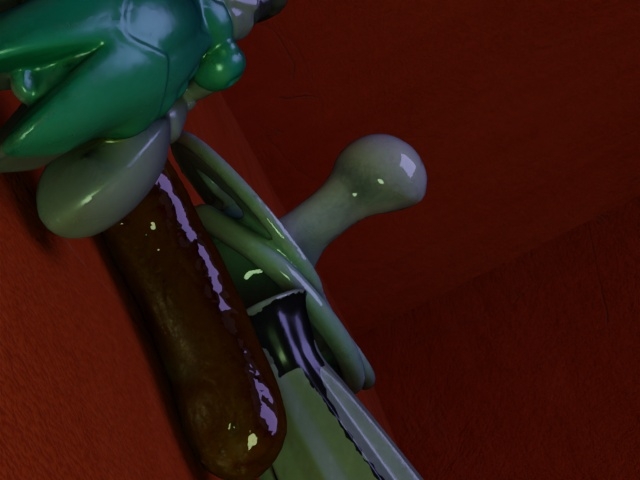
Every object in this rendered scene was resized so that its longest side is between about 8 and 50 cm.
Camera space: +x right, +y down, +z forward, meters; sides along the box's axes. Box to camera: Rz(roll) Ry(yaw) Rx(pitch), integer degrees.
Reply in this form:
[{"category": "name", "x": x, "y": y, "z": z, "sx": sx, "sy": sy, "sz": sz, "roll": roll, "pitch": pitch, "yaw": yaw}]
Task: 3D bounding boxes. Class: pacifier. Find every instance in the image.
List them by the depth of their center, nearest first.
[{"category": "pacifier", "x": 0.000, "y": 0.000, "z": 1.223, "sx": 0.288, "sy": 0.269, "sz": 0.343, "roll": 43, "pitch": -10, "yaw": 43}]

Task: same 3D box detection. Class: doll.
[{"category": "doll", "x": -0.132, "y": -0.105, "z": 0.786, "sx": 0.258, "sy": 0.153, "sz": 0.195, "roll": -1, "pitch": 72, "yaw": -41}]

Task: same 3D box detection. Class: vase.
[{"category": "vase", "x": 0.025, "y": 0.221, "z": 1.003, "sx": 0.360, "sy": 0.165, "sz": 0.165, "roll": 59, "pitch": 2, "yaw": 10}]

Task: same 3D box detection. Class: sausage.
[{"category": "sausage", "x": -0.107, "y": 0.037, "z": 0.919, "sx": 0.302, "sy": 0.076, "sz": 0.103, "roll": 63, "pitch": 10, "yaw": 11}]
